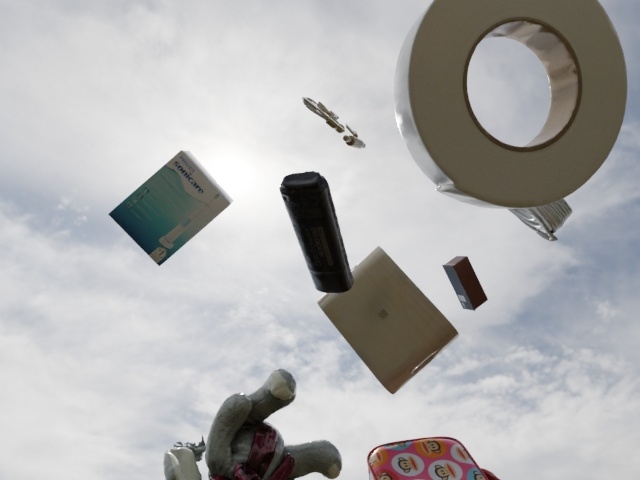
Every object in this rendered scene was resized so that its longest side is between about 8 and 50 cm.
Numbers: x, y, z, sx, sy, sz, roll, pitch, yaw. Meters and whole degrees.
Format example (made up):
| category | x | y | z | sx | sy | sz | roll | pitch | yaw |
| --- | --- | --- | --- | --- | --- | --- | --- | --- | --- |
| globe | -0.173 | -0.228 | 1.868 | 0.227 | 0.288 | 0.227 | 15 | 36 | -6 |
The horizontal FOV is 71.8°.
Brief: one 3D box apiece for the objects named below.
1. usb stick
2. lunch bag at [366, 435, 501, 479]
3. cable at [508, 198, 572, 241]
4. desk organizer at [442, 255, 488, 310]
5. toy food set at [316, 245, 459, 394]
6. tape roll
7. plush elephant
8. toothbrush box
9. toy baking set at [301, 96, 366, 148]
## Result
| category | x | y | z | sx | sy | sz | roll | pitch | yaw |
| --- | --- | --- | --- | --- | --- | --- | --- | --- | --- |
| usb stick | 0.000 | 0.000 | 0.726 | 0.077 | 0.045 | 0.278 | -1 | -39 | 14 |
| lunch bag | 0.237 | 0.502 | 0.836 | 0.258 | 0.293 | 0.120 | -8 | -75 | -6 |
| cable | 0.574 | -0.128 | 1.237 | 0.089 | 0.257 | 0.257 | -46 | -36 | 8 |
| desk organizer | 0.362 | 0.106 | 1.104 | 0.050 | 0.047 | 0.130 | -31 | -81 | -19 |
| toy food set | 0.161 | 0.192 | 1.111 | 0.219 | 0.306 | 0.092 | -41 | -21 | 1 |
| tape roll | 0.311 | -0.244 | 0.723 | 0.392 | 0.072 | 0.392 | -1 | -87 | -11 |
| plush elephant | -0.140 | 0.432 | 0.775 | 0.330 | 0.255 | 0.272 | -18 | -70 | 4 |
| toothbrush box | -0.450 | -0.104 | 1.363 | 0.295 | 0.126 | 0.216 | -41 | -78 | 3 |
| toy baking set | 0.036 | -0.333 | 1.258 | 0.197 | 0.256 | 0.030 | 44 | -71 | 10 |
